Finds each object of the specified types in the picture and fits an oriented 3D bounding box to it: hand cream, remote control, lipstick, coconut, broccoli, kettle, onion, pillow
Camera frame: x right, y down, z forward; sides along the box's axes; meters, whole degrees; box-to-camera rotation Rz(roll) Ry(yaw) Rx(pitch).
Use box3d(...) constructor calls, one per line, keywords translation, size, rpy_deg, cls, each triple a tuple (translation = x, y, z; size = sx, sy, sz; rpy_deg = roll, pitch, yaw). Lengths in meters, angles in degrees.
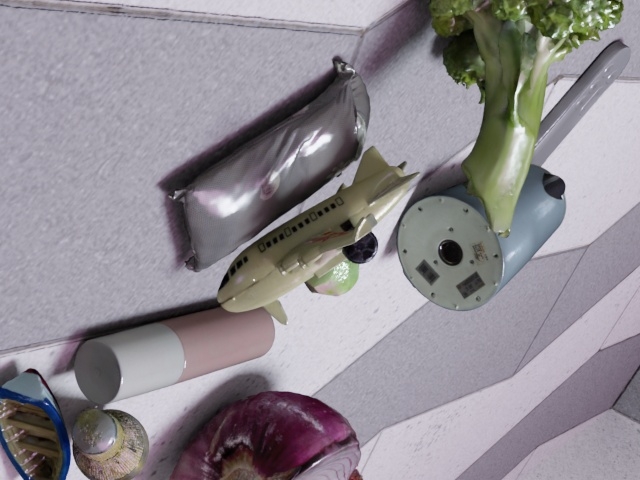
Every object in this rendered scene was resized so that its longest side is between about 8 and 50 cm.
box3d(translation=(-0.227, 0.209, 1.330), size=(0.084, 0.084, 0.203), rpy_deg=(-42, 172, -11), cls="hand cream")
box3d(translation=(0.361, -0.186, 1.851), size=(0.245, 0.022, 0.077), rpy_deg=(-50, 155, 6), cls="remote control")
box3d(translation=(-0.152, 0.118, 1.390), size=(0.254, 0.070, 0.070), rpy_deg=(-11, 138, -54), cls="lipstick")
box3d(translation=(0.009, 0.028, 1.518), size=(0.082, 0.083, 0.081), rpy_deg=(20, 117, -21), cls="coconut")
box3d(translation=(0.183, -0.204, 1.342), size=(0.302, 0.186, 0.254), rpy_deg=(-58, -165, 24), cls="broccoli")
box3d(translation=(0.218, -0.005, 1.764), size=(0.210, 0.160, 0.243), rpy_deg=(-42, 171, 39), cls="kettle")
box3d(translation=(-0.066, 0.299, 1.723), size=(0.267, 0.159, 0.349), rpy_deg=(-40, 161, 11), cls="onion")
box3d(translation=(-0.040, -0.066, 1.307), size=(0.255, 0.059, 0.169), rpy_deg=(-38, 158, -23), cls="pillow")

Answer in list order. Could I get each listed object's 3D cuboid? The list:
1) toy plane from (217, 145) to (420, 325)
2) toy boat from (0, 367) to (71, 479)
box3d(translation=(0.000, 0.000, 1.324), size=(0.244, 0.092, 0.229), rpy_deg=(-42, -170, 4), cls="toy plane")
box3d(translation=(-0.287, 0.201, 1.306), size=(0.229, 0.080, 0.046), rpy_deg=(95, 9, -55), cls="toy boat")
